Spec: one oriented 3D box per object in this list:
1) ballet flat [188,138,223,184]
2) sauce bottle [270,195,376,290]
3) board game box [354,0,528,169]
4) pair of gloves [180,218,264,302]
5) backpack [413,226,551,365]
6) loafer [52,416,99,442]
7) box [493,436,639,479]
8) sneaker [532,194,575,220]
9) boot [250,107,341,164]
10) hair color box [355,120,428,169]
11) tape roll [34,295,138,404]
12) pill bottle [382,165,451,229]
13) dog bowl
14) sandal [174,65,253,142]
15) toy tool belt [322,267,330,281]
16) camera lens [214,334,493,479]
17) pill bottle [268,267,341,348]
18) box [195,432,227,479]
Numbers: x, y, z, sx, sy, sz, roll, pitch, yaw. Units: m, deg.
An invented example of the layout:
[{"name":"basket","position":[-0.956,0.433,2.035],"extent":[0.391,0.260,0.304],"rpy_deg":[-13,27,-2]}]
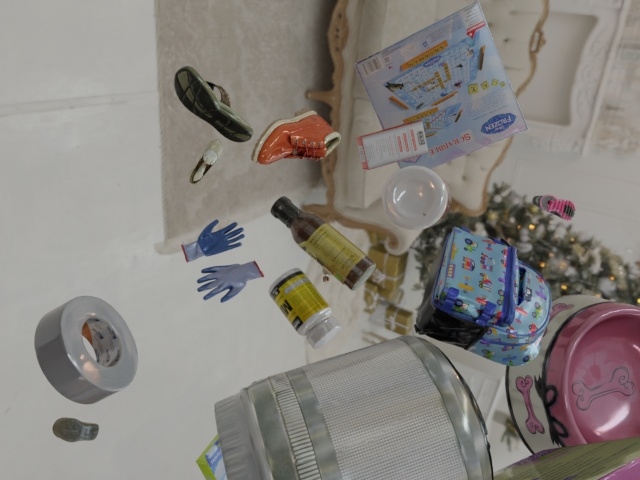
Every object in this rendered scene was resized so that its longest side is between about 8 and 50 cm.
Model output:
[{"name":"ballet flat","position":[-0.351,-0.235,1.693],"extent":[0.057,0.052,0.168],"rpy_deg":[27,118,-25]},{"name":"sauce bottle","position":[0.000,0.000,1.586],"extent":[0.111,0.344,0.111],"rpy_deg":[-43,161,-19]},{"name":"board game box","position":[0.291,-0.353,1.341],"extent":[0.318,0.319,0.066],"rpy_deg":[66,22,-9]},{"name":"pair of gloves","position":[-0.234,0.045,1.300],"extent":[0.159,0.198,0.023],"rpy_deg":[-22,163,-20]},{"name":"backpack","position":[0.233,0.079,0.745],"extent":[0.117,0.173,0.158],"rpy_deg":[106,8,-52]},{"name":"loafer","position":[-0.602,0.462,1.337],"extent":[0.148,0.050,0.056],"rpy_deg":[59,35,-59]},{"name":"box","position":[0.319,0.340,0.689],"extent":[0.214,0.117,0.243],"rpy_deg":[-8,160,-29]},{"name":"sneaker","position":[0.556,-0.082,1.316],"extent":[0.119,0.057,0.047],"rpy_deg":[21,89,-23]},{"name":"boot","position":[-0.036,-0.151,0.861],"extent":[0.158,0.085,0.059],"rpy_deg":[-38,160,-36]},{"name":"hair color box","position":[0.152,-0.203,1.170],"extent":[0.141,0.043,0.072],"rpy_deg":[-17,104,-11]},{"name":"tape roll","position":[-0.487,0.227,1.160],"extent":[0.072,0.219,0.219],"rpy_deg":[-27,151,11]},{"name":"pill bottle","position":[0.200,-0.083,1.105],"extent":[0.221,0.121,0.121],"rpy_deg":[-12,117,-73]},{"name":"dog bowl","position":[0.610,0.311,1.159],"extent":[0.408,0.408,0.150],"rpy_deg":[-62,-173,-15]},{"name":"sandal","position":[-0.315,-0.408,1.639],"extent":[0.303,0.120,0.086],"rpy_deg":[42,53,-44]},{"name":"toy tool belt","position":[0.033,0.089,1.715],"extent":[0.052,0.051,0.083],"rpy_deg":[-12,101,-74]},{"name":"camera lens","position":[0.037,0.243,0.630],"extent":[0.274,0.219,0.219],"rpy_deg":[-15,128,-12]},{"name":"pill bottle","position":[-0.042,0.189,1.529],"extent":[0.119,0.208,0.119],"rpy_deg":[-34,160,-15]},{"name":"box","position":[-0.196,0.486,1.183],"extent":[0.109,0.042,0.178],"rpy_deg":[-47,125,-49]}]
